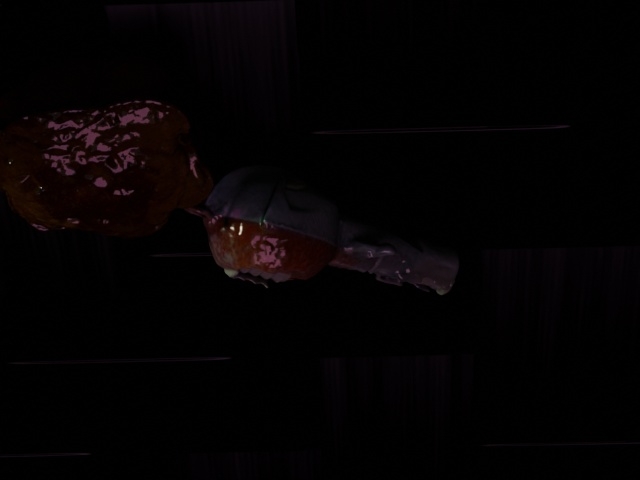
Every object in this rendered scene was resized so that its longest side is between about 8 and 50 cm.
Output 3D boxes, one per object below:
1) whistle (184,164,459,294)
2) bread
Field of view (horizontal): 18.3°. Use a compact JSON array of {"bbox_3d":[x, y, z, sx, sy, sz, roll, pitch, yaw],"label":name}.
[{"bbox_3d":[-0.001,0.001,2.245,0.346,0.134,0.142,15,152,-29],"label":"whistle"},{"bbox_3d":[-0.241,-0.093,2.122,0.246,0.135,0.232,-9,138,9],"label":"bread"}]
